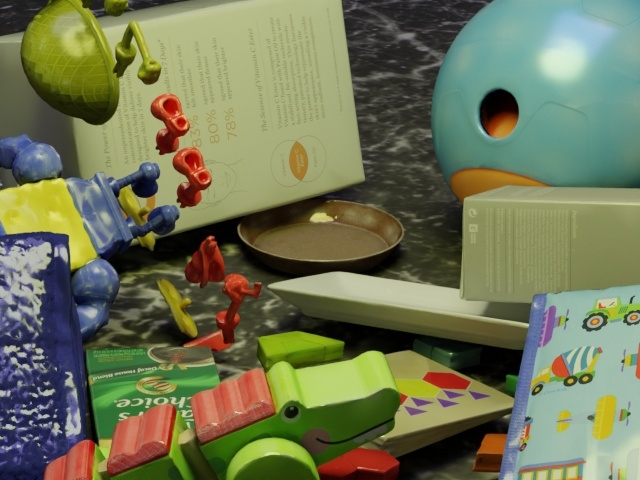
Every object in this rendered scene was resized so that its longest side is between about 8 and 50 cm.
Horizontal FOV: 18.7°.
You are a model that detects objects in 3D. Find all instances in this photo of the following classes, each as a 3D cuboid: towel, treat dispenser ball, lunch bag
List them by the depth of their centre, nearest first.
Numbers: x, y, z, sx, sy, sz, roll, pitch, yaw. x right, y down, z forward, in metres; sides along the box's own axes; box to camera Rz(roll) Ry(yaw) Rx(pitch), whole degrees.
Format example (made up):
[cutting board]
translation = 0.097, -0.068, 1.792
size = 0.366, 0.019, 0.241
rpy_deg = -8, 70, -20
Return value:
[lunch bag]
translation = 0.249, 0.156, 1.416
size = 0.221, 0.138, 0.293
rpy_deg = -6, 27, 22
[towel]
translation = -0.336, 0.108, 1.499
size = 0.308, 0.076, 0.227
rpy_deg = -2, 64, -12
[treat dispenser ball]
translation = 0.254, -0.120, 1.929
size = 0.288, 0.288, 0.288
rpy_deg = 1, 22, 0

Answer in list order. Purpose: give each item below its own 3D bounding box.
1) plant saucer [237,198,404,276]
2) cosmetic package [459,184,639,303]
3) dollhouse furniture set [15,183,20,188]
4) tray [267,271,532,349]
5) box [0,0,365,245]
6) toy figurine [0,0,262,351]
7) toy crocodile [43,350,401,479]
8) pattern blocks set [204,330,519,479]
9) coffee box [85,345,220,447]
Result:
[plant saucer]
translation = 0.000, 0.000, 1.963
size = 0.168, 0.029, 0.168
rpy_deg = 2, 22, -1
[cosmetic package]
translation = 0.256, 0.005, 1.730
size = 0.238, 0.107, 0.127
rpy_deg = 6, 8, 26
[dollhouse furniture set]
translation = -0.324, 0.028, 1.762
size = 0.151, 0.144, 0.123
rpy_deg = 14, 26, -6
[tray]
translation = 0.100, 0.064, 1.758
size = 0.270, 0.030, 0.145
rpy_deg = 8, 7, 27
[box]
translation = -0.148, -0.130, 1.993
size = 0.345, 0.215, 0.168
rpy_deg = -16, 14, -36
[toy figurine]
translation = -0.232, -0.042, 1.674
size = 0.217, 0.362, 0.191
rpy_deg = -21, -8, -26
[toy crocodile]
translation = -0.104, 0.161, 1.377
size = 0.340, 0.105, 0.115
rpy_deg = -23, 25, 7
[pattern blocks set]
translation = 0.055, 0.135, 1.593
size = 0.325, 0.026, 0.285
rpy_deg = -5, 21, -36
[coffee box]
translation = -0.132, 0.141, 1.588
size = 0.113, 0.040, 0.184
rpy_deg = -1, 23, -9
